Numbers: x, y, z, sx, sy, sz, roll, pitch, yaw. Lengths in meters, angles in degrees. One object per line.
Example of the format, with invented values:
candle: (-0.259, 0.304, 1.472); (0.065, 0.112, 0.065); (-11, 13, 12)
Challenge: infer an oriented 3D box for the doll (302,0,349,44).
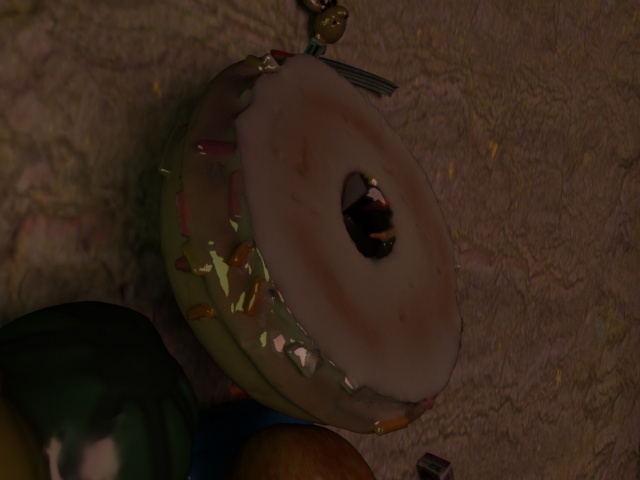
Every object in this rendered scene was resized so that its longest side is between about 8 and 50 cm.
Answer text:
doll: (0.000, -0.291, 0.664); (0.061, 0.051, 0.093); (-27, 83, -40)

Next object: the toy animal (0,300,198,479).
toy animal: (-0.221, 0.153, 0.336); (0.338, 0.216, 0.191); (-24, 154, -48)

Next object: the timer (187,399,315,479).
timer: (-0.108, 0.349, 0.552); (0.309, 0.115, 0.340); (2, 91, -48)

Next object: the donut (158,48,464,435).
donut: (0.000, 0.000, 0.538); (0.383, 0.142, 0.382); (31, 46, -39)

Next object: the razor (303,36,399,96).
razor: (0.035, -0.215, 0.698); (0.191, 0.037, 0.068); (-6, 140, -48)

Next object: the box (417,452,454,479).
box: (0.214, 0.463, 0.931); (0.041, 0.050, 0.207); (-31, 115, -36)

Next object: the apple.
apple: (-0.019, 0.230, 0.462); (0.146, 0.146, 0.131); (30, 34, -43)

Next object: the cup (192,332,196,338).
cup: (-0.087, 0.066, 0.588); (0.099, 0.102, 0.074); (12, 124, -47)
